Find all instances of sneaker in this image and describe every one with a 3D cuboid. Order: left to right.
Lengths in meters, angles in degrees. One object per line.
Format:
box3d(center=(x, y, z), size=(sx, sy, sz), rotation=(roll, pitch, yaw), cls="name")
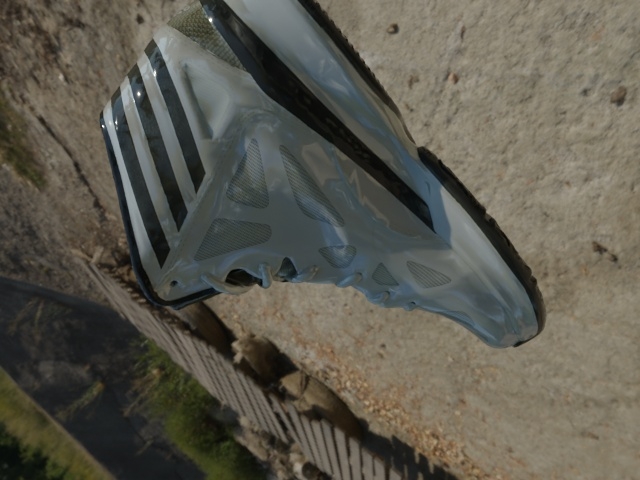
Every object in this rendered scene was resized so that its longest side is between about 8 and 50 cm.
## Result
box3d(center=(0.000, -0.001, 0.479), size=(0.447, 0.257, 0.169), rotation=(45, -170, -21), cls="sneaker")
